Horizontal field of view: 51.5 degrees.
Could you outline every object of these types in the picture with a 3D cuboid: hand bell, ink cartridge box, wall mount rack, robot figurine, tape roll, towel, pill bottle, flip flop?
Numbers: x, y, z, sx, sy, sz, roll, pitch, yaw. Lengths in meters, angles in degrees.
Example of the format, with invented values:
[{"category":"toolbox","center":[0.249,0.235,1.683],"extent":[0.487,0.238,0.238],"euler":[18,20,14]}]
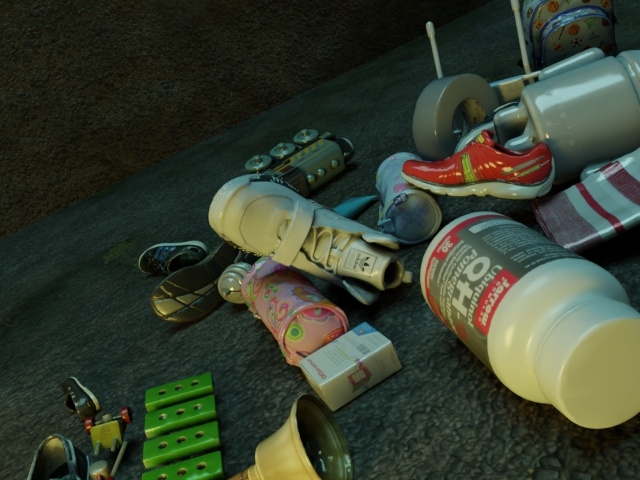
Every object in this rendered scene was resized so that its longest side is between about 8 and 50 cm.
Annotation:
[{"category":"hand bell","center":[-0.094,0.296,0.820],"extent":[0.242,0.126,0.126],"euler":[-29,20,16]},{"category":"ink cartridge box","center":[0.042,0.183,0.975],"extent":[0.123,0.052,0.088],"euler":[-28,22,-14]},{"category":"wall mount rack","center":[0.397,-0.390,1.578],"extent":[0.350,0.304,0.130],"euler":[-11,40,27]},{"category":"robot figurine","center":[0.513,-0.229,1.244],"extent":[0.354,0.200,0.299],"euler":[-18,64,14]},{"category":"tape roll","center":[0.309,-0.258,1.485],"extent":[0.219,0.219,0.072],"euler":[-36,24,-27]},{"category":"towel","center":[0.504,-0.094,1.045],"extent":[0.329,0.037,0.237],"euler":[-31,13,15]},{"category":"pill bottle","center":[0.259,0.087,0.814],"extent":[0.176,0.176,0.318],"euler":[-26,22,-5]},{"category":"flip flop","center":[-0.244,0.083,1.431],"extent":[0.277,0.112,0.080],"euler":[-42,3,-34]}]

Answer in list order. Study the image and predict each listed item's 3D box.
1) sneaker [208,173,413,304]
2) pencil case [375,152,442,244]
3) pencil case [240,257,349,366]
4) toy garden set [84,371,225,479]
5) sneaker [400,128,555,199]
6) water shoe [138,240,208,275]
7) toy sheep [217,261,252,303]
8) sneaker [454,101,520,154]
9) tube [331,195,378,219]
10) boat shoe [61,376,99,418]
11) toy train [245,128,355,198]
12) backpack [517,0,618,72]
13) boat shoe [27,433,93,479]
[{"category":"sneaker","center":[0.000,0.000,1.114],"extent":[0.210,0.366,0.137],"euler":[25,93,43]},{"category":"pencil case","center":[0.178,-0.092,1.381],"extent":[0.124,0.113,0.273],"euler":[-33,19,17]},{"category":"pencil case","center":[-0.053,0.117,1.137],"extent":[0.124,0.124,0.284],"euler":[-29,23,-12]},{"category":"toy garden set","center":[-0.245,0.304,0.971],"extent":[0.204,0.049,0.244],"euler":[-15,23,-7]},{"category":"sneaker","center":[0.286,-0.145,1.220],"extent":[0.279,0.118,0.107],"euler":[4,18,24]},{"category":"water shoe","center":[-0.380,0.050,1.660],"extent":[0.203,0.072,0.080],"euler":[-15,26,21]},{"category":"toy sheep","center":[-0.163,0.088,1.348],"extent":[0.091,0.091,0.132],"euler":[-14,6,22]},{"category":"sneaker","center":[0.398,-0.218,1.437],"extent":[0.321,0.126,0.127],"euler":[-21,25,-23]},{"category":"tube","center":[0.046,-0.060,1.528],"extent":[0.080,0.052,0.207],"euler":[3,29,40]},{"category":"boat shoe","center":[-0.453,0.289,1.225],"extent":[0.042,0.048,0.133],"euler":[-28,26,-32]},{"category":"toy train","center":[-0.058,-0.196,1.834],"extent":[0.334,0.142,0.190],"euler":[-34,36,-28]},{"category":"backpack","center":[0.675,-0.588,1.813],"extent":[0.277,0.263,0.213],"euler":[-19,39,11]},{"category":"boat shoe","center":[-0.355,0.365,0.882],"extent":[0.113,0.104,0.306],"euler":[-25,22,-2]}]
